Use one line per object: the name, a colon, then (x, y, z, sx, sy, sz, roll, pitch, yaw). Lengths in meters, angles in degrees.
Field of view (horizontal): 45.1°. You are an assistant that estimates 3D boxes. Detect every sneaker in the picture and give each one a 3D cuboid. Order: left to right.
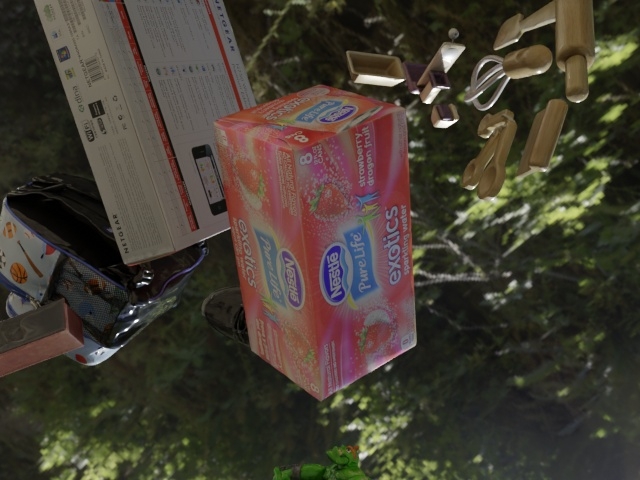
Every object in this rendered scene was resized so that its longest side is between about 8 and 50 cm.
sneaker: (-0.103, 0.168, 1.564, 0.140, 0.341, 0.125, 13, 91, -69)

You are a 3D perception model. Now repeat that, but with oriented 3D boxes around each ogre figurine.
ogre figurine: (0.005, 0.325, 1.011, 0.118, 0.096, 0.197, -9, 158, -12)

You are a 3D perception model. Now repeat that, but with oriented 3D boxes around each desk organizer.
desk organizer: (-0.363, 0.123, 0.950, 0.130, 0.050, 0.047, -20, -126, 2)

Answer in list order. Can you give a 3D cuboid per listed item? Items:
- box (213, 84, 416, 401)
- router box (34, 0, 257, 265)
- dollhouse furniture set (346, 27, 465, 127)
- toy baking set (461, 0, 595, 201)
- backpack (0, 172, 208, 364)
box: (0.000, 0.000, 0.848, 0.154, 0.299, 0.142, -24, -147, -32)
router box: (-0.190, -0.167, 1.019, 0.082, 0.335, 0.301, -14, -174, 26)
dollhouse furniture set: (0.093, -0.177, 0.793, 0.081, 0.114, 0.091, 126, -42, -51)
toy baking set: (0.179, -0.150, 0.700, 0.197, 0.030, 0.256, 131, -23, -56)
backpack: (-0.334, 0.028, 1.106, 0.213, 0.263, 0.276, -53, 178, 15)
